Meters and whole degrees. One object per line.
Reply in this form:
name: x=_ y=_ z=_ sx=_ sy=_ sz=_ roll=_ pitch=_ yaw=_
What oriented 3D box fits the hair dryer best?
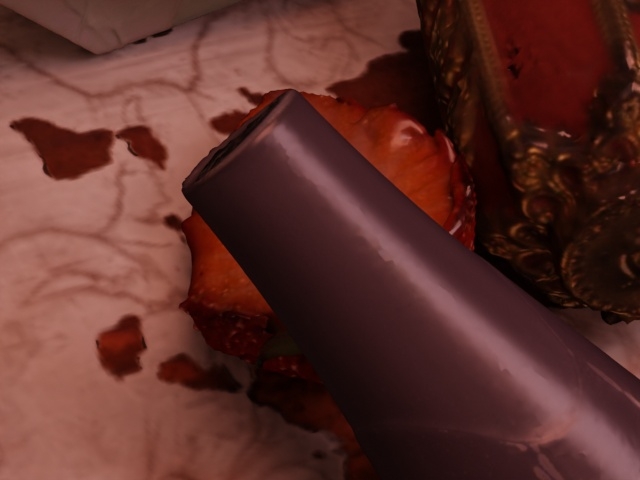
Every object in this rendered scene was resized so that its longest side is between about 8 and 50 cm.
hair dryer: x=-0.005 y=0.149 z=0.647 sx=0.301 sy=0.121 sz=0.361 roll=47 pitch=61 yaw=-10

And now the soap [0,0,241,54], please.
soap: x=-0.062 y=-0.200 z=0.894 sx=0.289 sy=0.173 sz=0.095 roll=-24 pitch=62 yaw=-19

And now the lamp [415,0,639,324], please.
lamp: x=0.142 y=-0.093 z=0.890 sx=0.177 sy=0.177 sz=0.274 roll=6 pitch=48 yaw=-14

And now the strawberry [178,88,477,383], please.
strawberry: x=0.000 y=0.000 z=0.824 sx=0.146 sy=0.082 sz=0.187 roll=-15 pitch=46 yaw=-6
